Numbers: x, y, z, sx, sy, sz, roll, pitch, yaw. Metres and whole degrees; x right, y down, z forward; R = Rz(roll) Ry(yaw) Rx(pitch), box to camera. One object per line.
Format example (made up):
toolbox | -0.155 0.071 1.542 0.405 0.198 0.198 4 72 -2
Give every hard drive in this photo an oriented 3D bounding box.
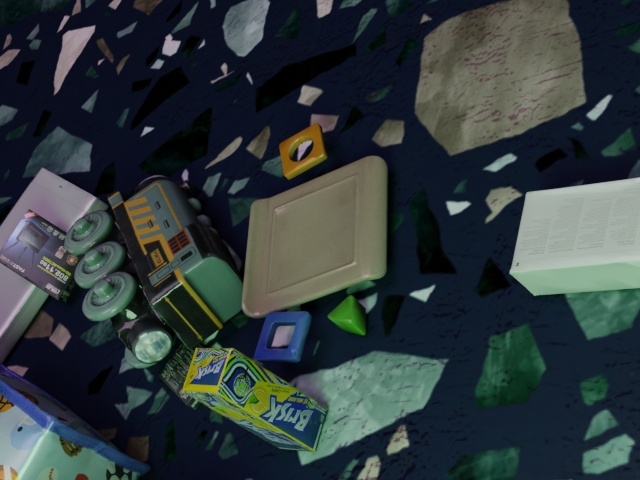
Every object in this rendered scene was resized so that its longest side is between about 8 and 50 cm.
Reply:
hard drive | -0.476 0.041 1.879 0.203 0.040 0.307 25 79 49

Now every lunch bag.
lunch bag | -0.456 0.317 1.503 0.385 0.239 0.328 22 75 39

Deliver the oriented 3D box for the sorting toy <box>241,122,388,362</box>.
sorting toy | 0.000 0.000 1.464 0.196 0.047 0.348 -18 50 27

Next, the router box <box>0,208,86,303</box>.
router box | -0.410 0.023 1.779 0.122 0.038 0.092 31 83 9

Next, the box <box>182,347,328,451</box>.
box | -0.068 0.175 1.297 0.059 0.169 0.054 -4 59 42

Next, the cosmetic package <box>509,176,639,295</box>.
cosmetic package | 0.309 -0.006 1.166 0.239 0.060 0.099 -6 55 40

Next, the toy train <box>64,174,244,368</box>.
toy train | -0.220 0.031 1.575 0.190 0.142 0.334 -34 34 0

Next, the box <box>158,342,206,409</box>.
box | -0.163 0.167 1.508 0.067 0.018 0.083 -54 40 -3
